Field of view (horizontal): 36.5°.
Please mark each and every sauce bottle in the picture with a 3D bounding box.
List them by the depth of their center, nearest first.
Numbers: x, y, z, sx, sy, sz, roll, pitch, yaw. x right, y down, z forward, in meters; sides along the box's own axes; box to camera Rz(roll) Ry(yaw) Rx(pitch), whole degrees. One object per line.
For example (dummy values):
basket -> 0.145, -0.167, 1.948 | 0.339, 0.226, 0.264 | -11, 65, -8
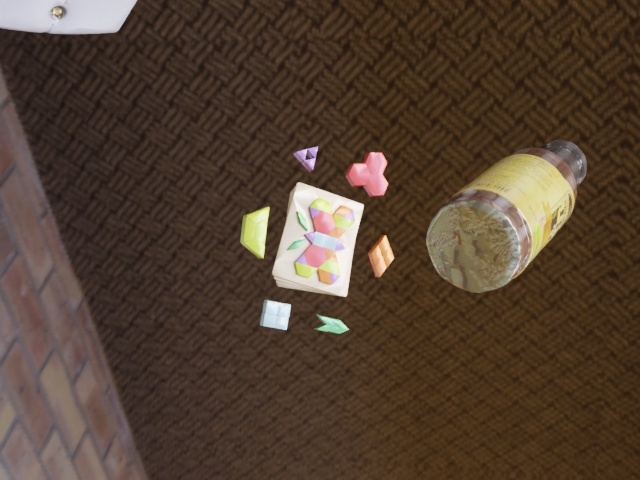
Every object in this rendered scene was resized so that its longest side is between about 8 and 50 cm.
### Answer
sauce bottle -> 0.236, -0.047, 1.132 | 0.111, 0.344, 0.111 | 12, 116, 27

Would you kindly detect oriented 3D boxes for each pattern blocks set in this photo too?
pattern blocks set -> 0.000, 0.000, 1.685 | 0.285, 0.325, 0.026 | 1, 179, -23

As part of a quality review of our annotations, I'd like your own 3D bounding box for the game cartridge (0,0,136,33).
game cartridge -> -0.215, -0.240, 0.626 | 0.198, 0.062, 0.297 | -49, 151, 20
